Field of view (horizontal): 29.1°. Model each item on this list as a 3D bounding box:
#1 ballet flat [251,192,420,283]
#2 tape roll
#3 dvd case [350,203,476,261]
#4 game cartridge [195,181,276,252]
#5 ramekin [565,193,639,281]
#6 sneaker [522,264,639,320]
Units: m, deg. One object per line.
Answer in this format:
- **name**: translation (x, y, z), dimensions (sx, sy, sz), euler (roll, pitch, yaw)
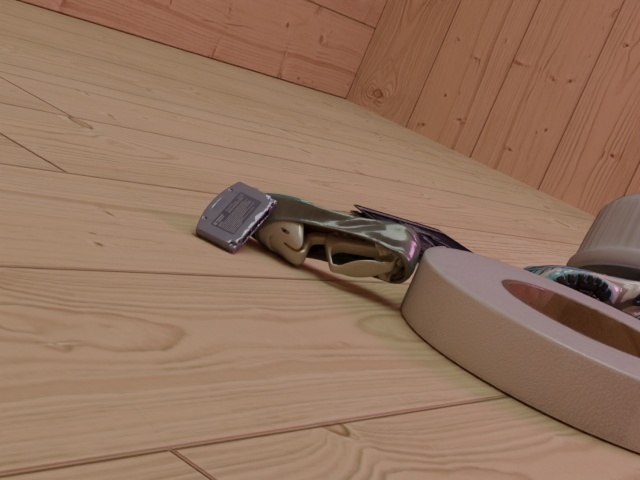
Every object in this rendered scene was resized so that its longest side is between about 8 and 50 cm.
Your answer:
- **ballet flat**: translation (0.000, 0.000, 1.311), dimensions (0.213, 0.072, 0.068), euler (11, 50, 3)
- **tape roll**: translation (0.273, 0.117, 1.311), dimensions (0.392, 0.072, 0.392), euler (23, 11, -5)
- **dvd case**: translation (0.160, 0.010, 1.756), dimensions (0.164, 0.018, 0.221), euler (15, 14, -32)
- **game cartridge**: translation (-0.090, -0.026, 1.276), dimensions (0.056, 0.017, 0.083), euler (29, 51, 14)
- **ramekin**: translation (0.487, 0.039, 1.722), dimensions (0.273, 0.127, 0.273), euler (20, -17, 6)
- **sneaker**: translation (0.379, 0.083, 1.617), dimensions (0.283, 0.110, 0.122), euler (18, 8, -25)
